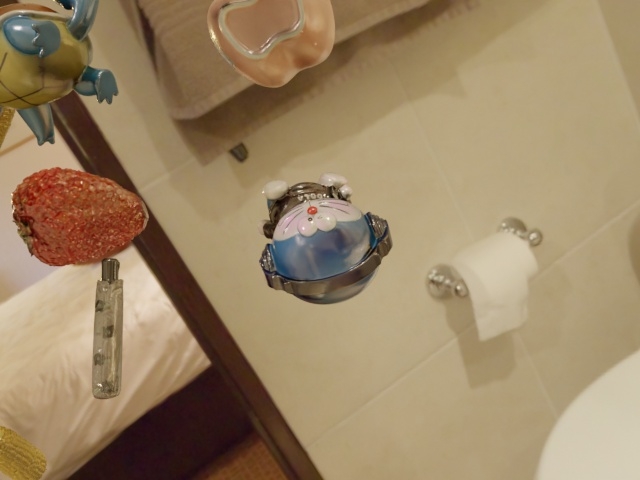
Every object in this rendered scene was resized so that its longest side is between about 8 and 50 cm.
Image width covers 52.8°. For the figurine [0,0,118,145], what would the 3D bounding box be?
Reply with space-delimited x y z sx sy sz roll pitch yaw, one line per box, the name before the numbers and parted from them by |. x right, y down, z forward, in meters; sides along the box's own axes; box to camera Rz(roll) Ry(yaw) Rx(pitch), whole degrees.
figurine | -0.529 -0.322 1.137 0.416 0.243 0.298 -39 -15 6

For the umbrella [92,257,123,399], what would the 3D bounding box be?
umbrella | -0.512 0.211 1.556 0.067 0.337 0.073 1 -9 -11

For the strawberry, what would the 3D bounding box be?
strawberry | -0.665 -0.068 1.807 0.352 0.312 0.267 -1 60 -5

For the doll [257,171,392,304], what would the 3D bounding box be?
doll | 0.000 0.000 1.391 0.284 0.240 0.310 -21 33 -7

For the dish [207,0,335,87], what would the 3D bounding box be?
dish | -0.085 -0.352 1.028 0.213 0.213 0.090 -26 9 12

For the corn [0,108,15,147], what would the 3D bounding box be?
corn | -0.830 -0.227 1.535 0.344 0.131 0.131 -58 8 22

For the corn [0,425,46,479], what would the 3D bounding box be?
corn | -0.759 0.532 1.595 0.091 0.260 0.091 -27 57 -14
